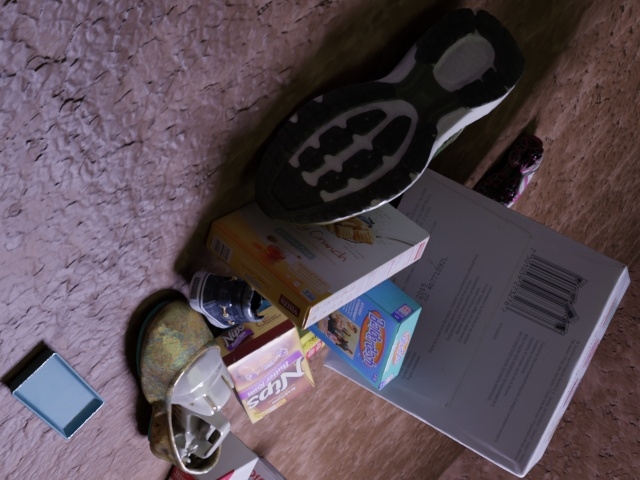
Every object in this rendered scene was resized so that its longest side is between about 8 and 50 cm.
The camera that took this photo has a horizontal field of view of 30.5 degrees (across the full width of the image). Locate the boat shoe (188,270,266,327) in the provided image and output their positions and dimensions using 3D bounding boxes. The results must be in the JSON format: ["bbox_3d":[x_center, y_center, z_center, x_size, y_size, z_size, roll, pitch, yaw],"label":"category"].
[{"bbox_3d":[-0.100,0.082,1.491,0.183,0.083,0.065,35,67,-74],"label":"boat shoe"}]

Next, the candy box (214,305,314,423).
[{"bbox_3d":[-0.076,0.173,1.630,0.109,0.053,0.187,-30,149,-10],"label":"candy box"}]

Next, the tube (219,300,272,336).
[{"bbox_3d":[-0.096,0.102,1.626,0.080,0.052,0.207,-6,139,-49],"label":"tube"}]

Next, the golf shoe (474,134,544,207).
[{"bbox_3d":[0.336,-0.099,2.100,0.186,0.067,0.086,-48,160,-7],"label":"golf shoe"}]

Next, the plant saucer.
[{"bbox_3d":[-0.307,0.180,1.373,0.067,0.018,0.192,-45,159,-13],"label":"plant saucer"}]

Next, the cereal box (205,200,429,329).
[{"bbox_3d":[0.000,0.000,1.469,0.240,0.173,0.047,-30,149,-43],"label":"cereal box"}]

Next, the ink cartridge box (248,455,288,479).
[{"bbox_3d":[-0.123,0.512,2.067,0.219,0.160,0.092,-49,159,0],"label":"ink cartridge box"}]

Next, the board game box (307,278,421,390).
[{"bbox_3d":[0.032,0.086,1.618,0.047,0.210,0.160,-35,154,-34],"label":"board game box"}]

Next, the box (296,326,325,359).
[{"bbox_3d":[-0.022,0.133,1.791,0.232,0.058,0.087,-39,153,-28],"label":"box"}]

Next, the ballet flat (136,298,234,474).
[{"bbox_3d":[-0.168,0.204,1.548,0.123,0.123,0.348,-37,155,-29],"label":"ballet flat"}]

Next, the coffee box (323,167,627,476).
[{"bbox_3d":[0.255,0.125,1.831,0.338,0.338,0.334,-63,164,2],"label":"coffee box"}]

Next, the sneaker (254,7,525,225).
[{"bbox_3d":[0.082,-0.126,1.495,0.410,0.158,0.182,-34,171,-24],"label":"sneaker"}]

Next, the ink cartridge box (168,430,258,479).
[{"bbox_3d":[-0.191,0.407,1.885,0.127,0.072,0.175,-22,145,-50],"label":"ink cartridge box"}]
